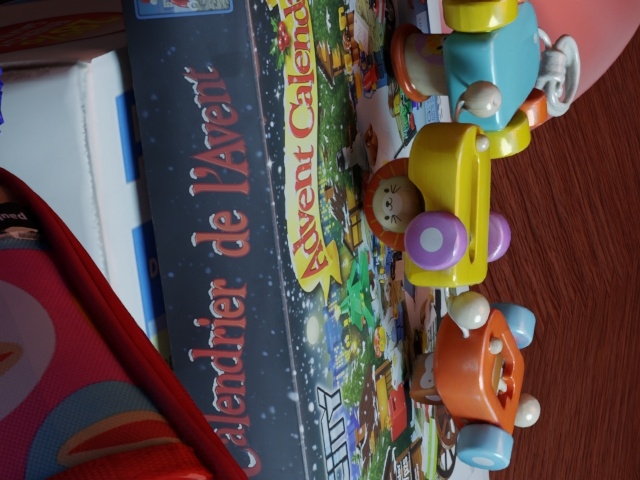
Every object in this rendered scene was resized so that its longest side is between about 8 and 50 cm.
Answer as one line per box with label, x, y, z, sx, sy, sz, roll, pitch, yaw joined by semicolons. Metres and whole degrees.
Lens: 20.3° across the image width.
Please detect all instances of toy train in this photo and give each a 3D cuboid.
toy train;0.049;-0.012;0.620;0.125;0.046;0.166;52;45;-58

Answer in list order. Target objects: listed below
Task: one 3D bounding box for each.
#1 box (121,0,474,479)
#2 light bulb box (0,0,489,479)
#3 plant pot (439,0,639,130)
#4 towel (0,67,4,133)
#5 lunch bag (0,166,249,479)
box;0.000;0.000;0.614;0.159;0.044;0.233;-36;122;-63
light bulb box;-0.085;0.074;0.760;0.358;0.225;0.361;-37;123;-64
plant pot;0.045;-0.221;1.100;0.243;0.275;0.275;56;37;-41
towel;-0.224;-0.022;0.356;0.076;0.227;0.308;-58;177;39
lunch bag;-0.153;0.119;0.411;0.258;0.293;0.120;48;-23;46
